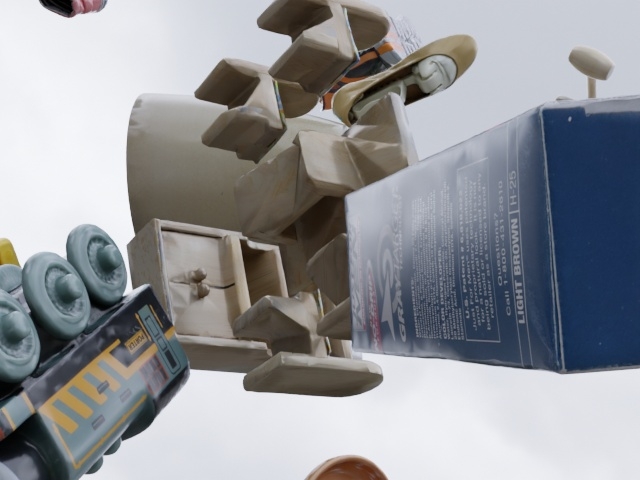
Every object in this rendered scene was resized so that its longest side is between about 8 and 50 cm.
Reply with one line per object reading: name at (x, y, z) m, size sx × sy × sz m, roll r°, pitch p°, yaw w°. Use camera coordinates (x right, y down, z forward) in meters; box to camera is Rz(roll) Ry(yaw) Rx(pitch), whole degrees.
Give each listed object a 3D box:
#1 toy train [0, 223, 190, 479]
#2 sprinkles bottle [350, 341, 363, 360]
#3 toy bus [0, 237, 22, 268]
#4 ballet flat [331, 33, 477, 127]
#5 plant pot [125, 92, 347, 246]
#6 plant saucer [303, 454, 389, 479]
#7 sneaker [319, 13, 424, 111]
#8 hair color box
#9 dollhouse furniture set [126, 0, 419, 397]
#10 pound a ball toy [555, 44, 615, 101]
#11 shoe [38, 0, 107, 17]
toy train at (-0.231, 0.112, 1.045) m, size 0.142 × 0.334 × 0.190 m, roll -26°, pitch -81°, yaw 21°
sprinkles bottle at (-0.035, 0.036, 1.907) m, size 0.121 × 0.355 × 0.121 m, roll -14°, pitch -17°, yaw -4°
toy bus at (-0.533, 0.083, 1.646) m, size 0.220 × 0.149 × 0.211 m, roll -14°, pitch -2°, yaw 32°
ballet flat at (0.129, -0.221, 1.783) m, size 0.232 × 0.073 × 0.080 m, roll -26°, pitch -59°, yaw 5°
plant pot at (-0.097, -0.086, 1.680) m, size 0.274 × 0.256 × 0.256 m, roll -5°, pitch -35°, yaw 7°
plant saucer at (0.020, 0.350, 1.443) m, size 0.037 × 0.200 × 0.200 m, roll -3°, pitch -40°, yaw 42°
sneaker at (0.075, -0.292, 2.060) m, size 0.180 × 0.125 × 0.321 m, roll -26°, pitch -12°, yaw 19°
hair color box at (0.131, 0.004, 0.626) m, size 0.174 × 0.105 × 0.347 m, roll -3°, pitch -3°, yaw -12°
dollhouse furniture set at (0.000, 0.000, 1.345) m, size 0.256 × 0.362 × 0.394 m, roll 9°, pitch -33°, yaw -36°
pound a ball toy at (0.477, -0.166, 2.146) m, size 0.136 × 0.208 × 0.319 m, roll 30°, pitch -9°, yaw 30°
shoe at (-0.401, -0.401, 1.831) m, size 0.178 × 0.081 × 0.063 m, roll 45°, pitch -56°, yaw 6°
